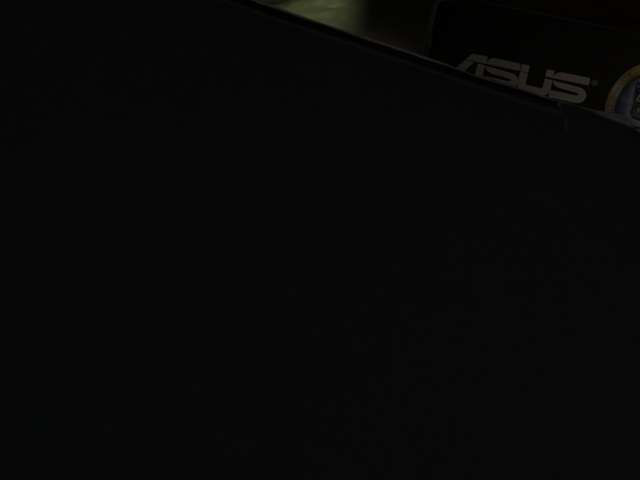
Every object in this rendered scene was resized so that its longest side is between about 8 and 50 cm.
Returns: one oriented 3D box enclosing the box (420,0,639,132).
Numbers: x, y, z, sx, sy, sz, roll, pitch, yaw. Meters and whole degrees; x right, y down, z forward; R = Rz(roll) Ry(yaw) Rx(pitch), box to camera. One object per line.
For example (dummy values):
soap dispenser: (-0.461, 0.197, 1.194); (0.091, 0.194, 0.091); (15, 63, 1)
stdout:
box: (0.170, 0.000, 0.601); (0.270, 0.060, 0.216); (13, 163, 9)

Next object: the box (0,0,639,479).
box: (-0.128, 0.078, 0.507); (0.293, 0.212, 0.395); (14, 157, -31)
